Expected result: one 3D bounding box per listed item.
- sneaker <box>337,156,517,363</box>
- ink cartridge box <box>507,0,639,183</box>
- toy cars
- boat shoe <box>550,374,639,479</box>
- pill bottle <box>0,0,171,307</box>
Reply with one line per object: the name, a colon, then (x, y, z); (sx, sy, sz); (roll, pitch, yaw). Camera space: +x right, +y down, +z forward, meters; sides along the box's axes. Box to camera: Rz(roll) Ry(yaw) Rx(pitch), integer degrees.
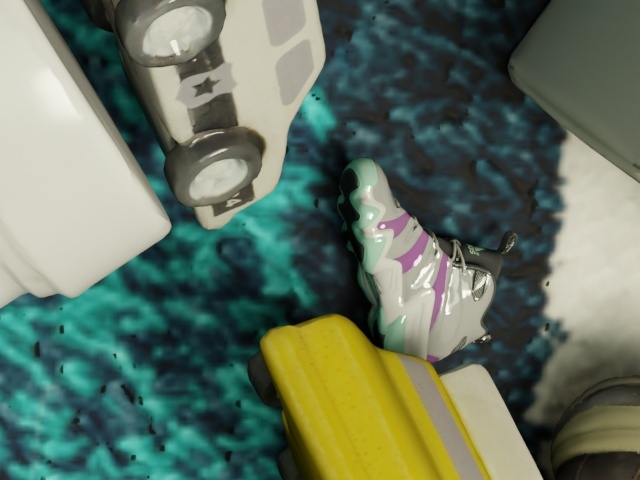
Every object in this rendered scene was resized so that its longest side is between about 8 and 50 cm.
sneaker: (0.047, 0.003, 0.800); (0.069, 0.038, 0.098); (-18, 120, -9)
ink cartridge box: (0.317, -0.059, 0.777); (0.384, 0.160, 0.279); (32, 98, -21)
toy cars: (0.000, 0.000, 0.710); (0.087, 0.176, 0.394); (-24, 111, -7)
boat shoe: (0.243, 0.154, 0.747); (0.132, 0.355, 0.130); (50, 56, -50)
pill bottle: (-0.245, 0.021, 0.639); (0.363, 0.210, 0.210); (-31, 112, -2)
